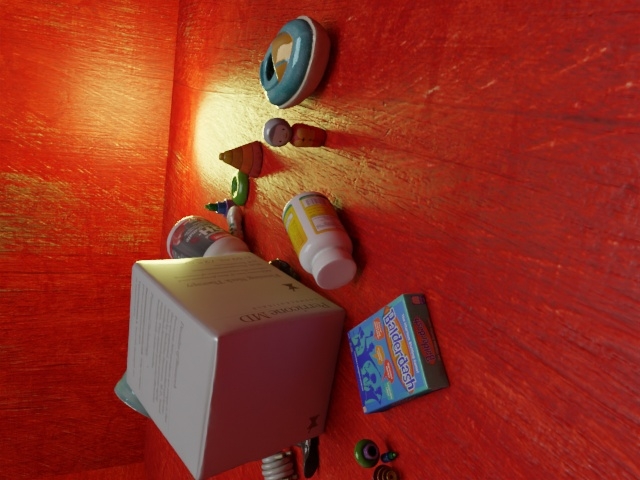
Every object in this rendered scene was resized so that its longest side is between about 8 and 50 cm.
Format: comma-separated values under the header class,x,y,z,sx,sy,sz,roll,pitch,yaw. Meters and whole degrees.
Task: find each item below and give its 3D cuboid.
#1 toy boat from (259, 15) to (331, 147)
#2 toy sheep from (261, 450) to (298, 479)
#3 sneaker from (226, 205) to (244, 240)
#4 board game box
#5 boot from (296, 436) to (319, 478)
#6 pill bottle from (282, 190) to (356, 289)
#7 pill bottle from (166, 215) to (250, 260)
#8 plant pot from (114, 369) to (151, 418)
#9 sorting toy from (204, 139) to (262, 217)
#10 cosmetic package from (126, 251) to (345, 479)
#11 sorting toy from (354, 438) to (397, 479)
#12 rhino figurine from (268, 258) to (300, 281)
class,x,y,z,sx,sy,sz,roll,pitch,yaw
toy boat,-0.073,-0.366,1.267,0.267,0.148,0.318,-32,60,59
toy sheep,-0.107,0.587,1.372,0.091,0.091,0.132,-41,58,56
sneaker,-0.275,-0.033,1.788,0.075,0.057,0.161,27,113,43
board game box,0.127,0.205,0.948,0.210,0.047,0.160,-48,47,52
boot,-0.044,0.505,1.298,0.114,0.037,0.106,-10,67,60
pill bottle,0.000,0.000,1.139,0.208,0.118,0.117,63,143,44
pill bottle,-0.332,0.051,1.692,0.319,0.176,0.176,27,114,40
plant pot,-0.404,0.390,1.539,0.293,0.293,0.196,8,71,64
sorting toy,-0.304,-0.193,1.761,0.365,0.126,0.127,-52,44,49
cosmetic package,-0.208,0.249,1.225,0.394,0.330,0.327,27,113,45
sorting toy,0.109,0.399,0.964,0.102,0.061,0.042,56,143,14
rhino figurine,-0.129,0.155,1.441,0.106,0.073,0.243,53,132,43
